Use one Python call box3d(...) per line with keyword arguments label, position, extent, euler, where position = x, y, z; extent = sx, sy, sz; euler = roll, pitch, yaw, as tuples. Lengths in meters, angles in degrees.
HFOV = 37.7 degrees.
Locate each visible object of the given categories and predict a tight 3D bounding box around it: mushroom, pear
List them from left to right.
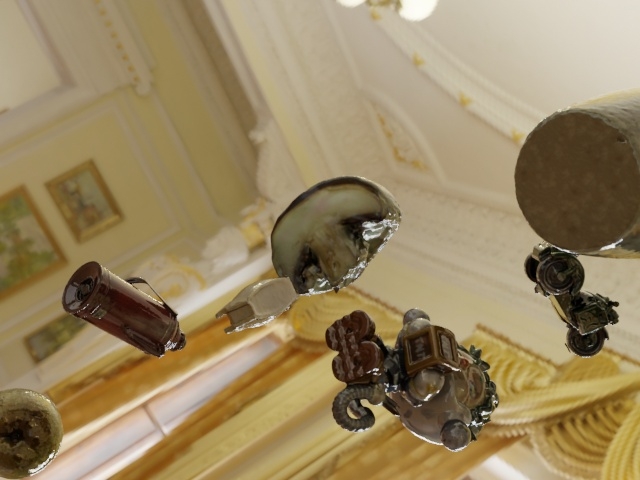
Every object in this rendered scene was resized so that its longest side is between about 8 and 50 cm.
box3d(label="pear", position=(-0.554, 0.354, 1.717), extent=(0.167, 0.167, 0.136), euler=(61, -20, -9))
box3d(label="mushroom", position=(0.034, -0.015, 1.881), extent=(0.190, 0.267, 0.164), euler=(39, 12, 18))

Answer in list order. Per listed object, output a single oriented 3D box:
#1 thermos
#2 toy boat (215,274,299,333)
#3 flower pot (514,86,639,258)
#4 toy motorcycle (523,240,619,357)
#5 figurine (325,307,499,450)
box3d(label="thermos", position=(-0.310, 0.131, 1.564), extent=(0.232, 0.099, 0.124), euler=(39, 17, -39))
box3d(label="toy boat", position=(-0.098, 0.099, 1.425), extent=(0.064, 0.072, 0.206), euler=(62, 23, 3))
box3d(label="flower pot", position=(0.478, -0.106, 1.482), extent=(0.294, 0.330, 0.293), euler=(7, -80, 45))
box3d(label="toy motorcycle", position=(0.490, 0.102, 1.798), extent=(0.275, 0.127, 0.205), euler=(57, 3, -4))
box3d(label="figurine", position=(0.166, 0.219, 1.547), extent=(0.382, 0.186, 0.261), euler=(35, 46, -47))
